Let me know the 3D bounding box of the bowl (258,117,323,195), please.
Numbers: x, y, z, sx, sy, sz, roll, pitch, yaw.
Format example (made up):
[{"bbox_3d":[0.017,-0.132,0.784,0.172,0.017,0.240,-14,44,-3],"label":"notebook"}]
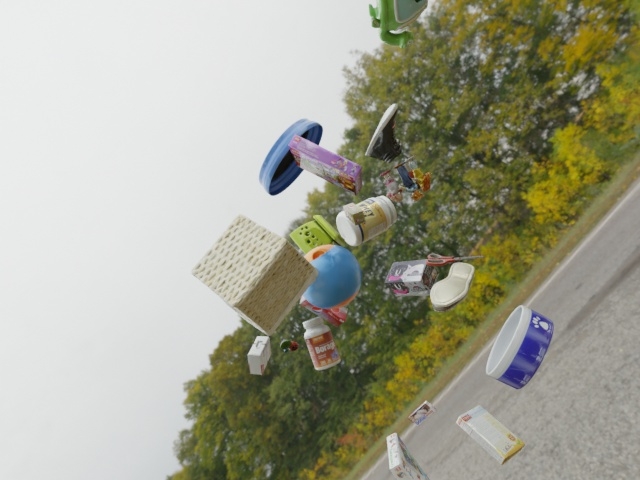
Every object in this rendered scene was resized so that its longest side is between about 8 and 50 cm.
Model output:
[{"bbox_3d":[-0.137,-0.379,1.929,0.391,0.077,0.391,-51,-7,-9],"label":"bowl"}]

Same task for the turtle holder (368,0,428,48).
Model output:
[{"bbox_3d":[0.307,-0.938,1.688,0.243,0.228,0.320,-75,-22,-71],"label":"turtle holder"}]

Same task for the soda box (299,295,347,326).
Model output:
[{"bbox_3d":[0.020,0.360,2.318,0.083,0.263,0.092,-39,25,39],"label":"soda box"}]

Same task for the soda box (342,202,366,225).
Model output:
[{"bbox_3d":[0.167,-0.133,2.122,0.058,0.061,0.181,-20,20,-6],"label":"soda box"}]

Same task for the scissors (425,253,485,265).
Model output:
[{"bbox_3d":[0.691,0.103,2.178,0.109,0.297,0.021,-64,-27,-62],"label":"scissors"}]

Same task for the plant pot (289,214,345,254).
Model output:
[{"bbox_3d":[0.000,0.000,2.407,0.207,0.227,0.228,-44,-23,4],"label":"plant pot"}]

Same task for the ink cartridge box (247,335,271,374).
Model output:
[{"bbox_3d":[-0.257,0.484,1.802,0.135,0.056,0.099,-66,-24,-66],"label":"ink cartridge box"}]

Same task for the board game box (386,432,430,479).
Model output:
[{"bbox_3d":[0.380,0.976,1.752,0.053,0.305,0.193,-33,7,11],"label":"board game box"}]

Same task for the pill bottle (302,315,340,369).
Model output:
[{"bbox_3d":[-0.001,0.450,1.882,0.121,0.216,0.121,-20,-6,-2],"label":"pill bottle"}]

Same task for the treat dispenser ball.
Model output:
[{"bbox_3d":[0.040,0.161,1.890,0.288,0.288,0.288,-47,-16,-19],"label":"treat dispenser ball"}]

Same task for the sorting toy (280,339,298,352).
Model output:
[{"bbox_3d":[-0.147,0.469,1.920,0.102,0.042,0.061,32,-78,-39],"label":"sorting toy"}]

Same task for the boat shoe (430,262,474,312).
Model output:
[{"bbox_3d":[0.498,0.191,1.604,0.324,0.117,0.096,-36,-47,-50],"label":"boat shoe"}]

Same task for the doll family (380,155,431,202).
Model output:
[{"bbox_3d":[0.369,-0.245,1.732,0.118,0.163,0.263,-26,5,47],"label":"doll family"}]

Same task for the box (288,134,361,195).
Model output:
[{"bbox_3d":[0.025,-0.294,1.685,0.057,0.293,0.201,-60,-13,-9],"label":"box"}]

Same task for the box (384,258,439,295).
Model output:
[{"bbox_3d":[0.522,0.218,2.449,0.247,0.142,0.163,-10,41,46],"label":"box"}]

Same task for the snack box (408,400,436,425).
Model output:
[{"bbox_3d":[0.511,0.871,2.142,0.022,0.064,0.178,-43,-16,-48],"label":"snack box"}]

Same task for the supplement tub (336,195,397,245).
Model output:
[{"bbox_3d":[0.281,-0.124,2.584,0.316,0.228,0.228,-27,-25,-21],"label":"supplement tub"}]

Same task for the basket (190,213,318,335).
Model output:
[{"bbox_3d":[-0.252,0.122,1.649,0.331,0.328,0.266,-52,-38,-14],"label":"basket"}]

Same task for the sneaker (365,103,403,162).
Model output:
[{"bbox_3d":[0.322,-0.472,1.918,0.295,0.147,0.104,116,178,-50],"label":"sneaker"}]

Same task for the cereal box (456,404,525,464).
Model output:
[{"bbox_3d":[0.740,0.841,1.860,0.173,0.240,0.047,-3,-62,-38],"label":"cereal box"}]

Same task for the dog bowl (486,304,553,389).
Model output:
[{"bbox_3d":[0.664,0.356,1.428,0.265,0.104,0.265,-55,-18,-28],"label":"dog bowl"}]
